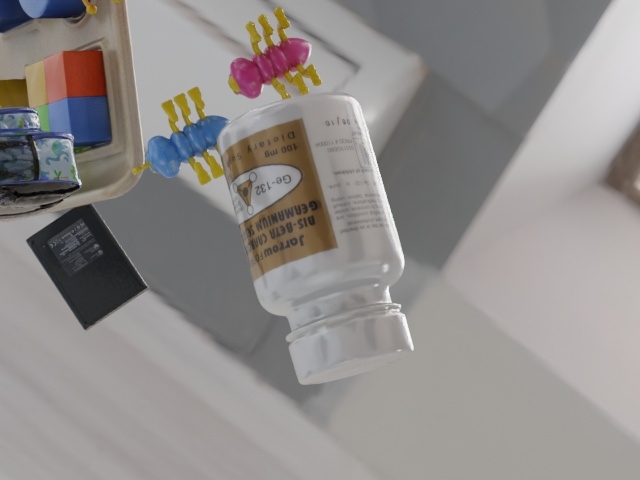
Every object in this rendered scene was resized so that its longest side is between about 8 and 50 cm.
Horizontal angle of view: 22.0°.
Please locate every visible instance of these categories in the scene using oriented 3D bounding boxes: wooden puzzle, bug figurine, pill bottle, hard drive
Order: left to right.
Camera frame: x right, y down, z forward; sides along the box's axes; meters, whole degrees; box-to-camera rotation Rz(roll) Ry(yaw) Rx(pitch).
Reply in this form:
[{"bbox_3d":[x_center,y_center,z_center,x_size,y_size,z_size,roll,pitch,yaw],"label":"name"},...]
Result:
[{"bbox_3d":[-0.300,-0.204,1.757,0.080,0.322,0.348,-1,-94,-33],"label":"wooden puzzle"},{"bbox_3d":[-0.286,0.030,2.022,0.135,0.094,0.022,56,175,8],"label":"hard drive"},{"bbox_3d":[-0.124,-0.198,1.587,0.216,0.072,0.279,-24,-90,-11],"label":"bug figurine"},{"bbox_3d":[0.000,0.000,1.409,0.131,0.131,0.229,-6,-104,-42],"label":"pill bottle"}]

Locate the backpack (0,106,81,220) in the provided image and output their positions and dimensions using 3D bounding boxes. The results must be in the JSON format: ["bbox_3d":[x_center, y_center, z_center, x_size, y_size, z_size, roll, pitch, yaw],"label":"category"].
[{"bbox_3d":[-0.257,-0.063,1.342,0.114,0.105,0.084,-3,-101,-41],"label":"backpack"}]
